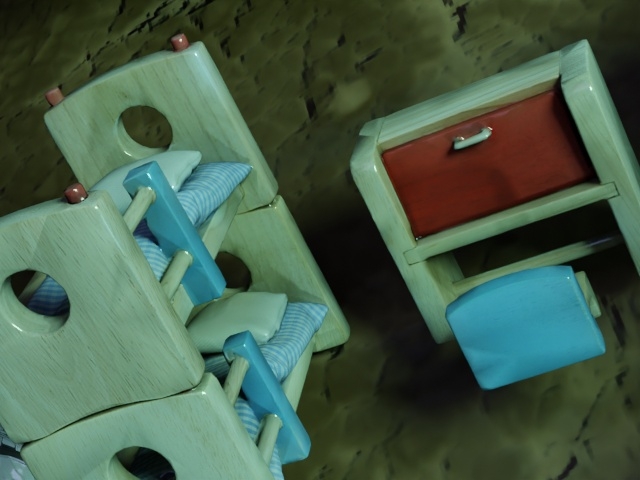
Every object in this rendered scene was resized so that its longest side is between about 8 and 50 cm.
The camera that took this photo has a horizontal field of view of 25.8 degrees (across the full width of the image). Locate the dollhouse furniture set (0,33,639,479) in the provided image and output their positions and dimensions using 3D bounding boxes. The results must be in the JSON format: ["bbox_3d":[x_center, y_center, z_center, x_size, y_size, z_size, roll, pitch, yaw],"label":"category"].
[{"bbox_3d":[0.000,0.000,0.436,0.184,0.129,0.129,-20,23,19],"label":"dollhouse furniture set"}]

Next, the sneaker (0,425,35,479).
[{"bbox_3d":[-0.126,0.076,0.560,0.037,0.032,0.083,-35,52,-13],"label":"sneaker"}]
